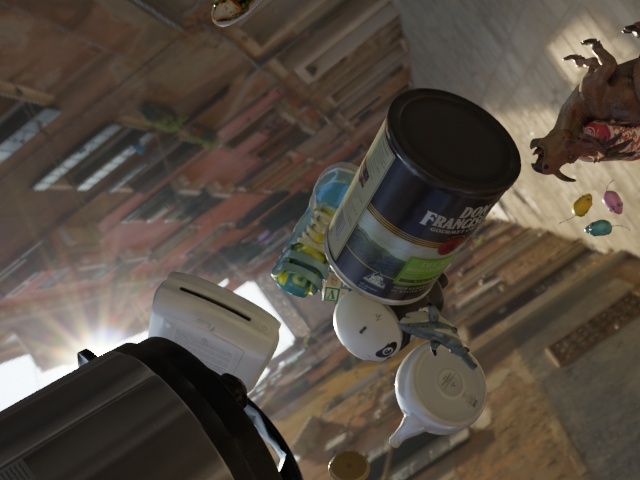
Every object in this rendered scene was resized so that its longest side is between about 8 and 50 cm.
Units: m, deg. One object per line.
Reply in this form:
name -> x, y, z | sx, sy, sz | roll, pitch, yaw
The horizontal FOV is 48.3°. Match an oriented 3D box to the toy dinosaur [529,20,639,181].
toy dinosaur -> 0.464, -0.210, 1.070 | 0.127, 0.296, 0.200 | -15, -88, -54

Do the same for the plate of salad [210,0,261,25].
plate of salad -> -0.173, -0.560, 1.573 | 0.048, 0.200, 0.200 | 36, -162, -41

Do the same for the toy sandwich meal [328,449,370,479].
toy sandwich meal -> 0.053, 0.429, 1.335 | 0.085, 0.086, 0.029 | -113, 15, -57

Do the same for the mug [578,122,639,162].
mug -> 0.542, -0.217, 1.348 | 0.169, 0.113, 0.150 | -13, -88, -42

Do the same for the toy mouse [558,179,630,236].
toy mouse -> 0.673, -0.065, 1.701 | 0.143, 0.161, 0.031 | 42, -171, 28

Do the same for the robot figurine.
robot figurine -> 0.156, 0.142, 1.544 | 0.173, 0.278, 0.209 | 17, 131, 42

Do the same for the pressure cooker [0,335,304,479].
pressure cooker -> -0.232, 0.328, 0.875 | 0.375, 0.420, 0.370 | -14, 104, 54

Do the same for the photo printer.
photo printer -> -0.216, 0.187, 1.414 | 0.256, 0.107, 0.307 | 25, 148, -1

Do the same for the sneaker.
sneaker -> 0.000, 0.000, 1.434 | 0.127, 0.319, 0.208 | 26, -127, -1

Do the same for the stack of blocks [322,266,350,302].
stack of blocks -> 0.158, 0.143, 2.052 | 0.297, 0.171, 0.087 | 10, -167, -5

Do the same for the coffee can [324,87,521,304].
coffee can -> 0.143, -0.060, 1.079 | 0.201, 0.275, 0.201 | 12, -131, -14

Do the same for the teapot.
teapot -> 0.297, 0.389, 1.861 | 0.187, 0.256, 0.252 | 127, 137, -59

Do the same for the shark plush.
shark plush -> 0.226, 0.190, 1.359 | 0.161, 0.067, 0.073 | 43, 163, 1
